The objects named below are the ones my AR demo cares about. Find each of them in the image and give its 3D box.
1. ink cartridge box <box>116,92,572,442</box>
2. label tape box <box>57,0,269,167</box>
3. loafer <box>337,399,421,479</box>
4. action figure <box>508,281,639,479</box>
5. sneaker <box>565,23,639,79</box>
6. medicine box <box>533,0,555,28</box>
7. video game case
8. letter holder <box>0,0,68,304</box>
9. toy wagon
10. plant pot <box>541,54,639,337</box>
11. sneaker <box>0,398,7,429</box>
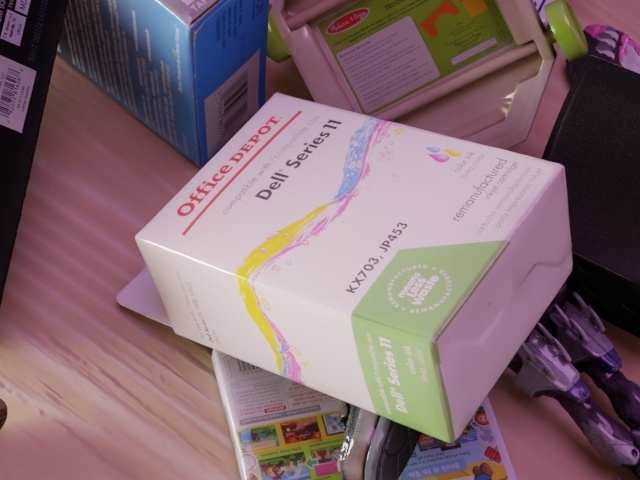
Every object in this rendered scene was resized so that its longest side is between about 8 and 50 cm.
[{"bbox_3d":[0.000,0.000,1.038,0.354,0.119,0.207,17,51,32],"label":"ink cartridge box"},{"bbox_3d":[-0.203,-0.247,1.158,0.334,0.240,0.106,38,68,13],"label":"label tape box"},{"bbox_3d":[0.059,0.095,1.073,0.084,0.096,0.267,11,49,20],"label":"loafer"},{"bbox_3d":[0.269,0.167,1.080,0.185,0.099,0.285,-35,73,-31],"label":"action figure"},{"bbox_3d":[0.329,-0.152,1.303,0.072,0.077,0.178,-51,55,9],"label":"sneaker"},{"bbox_3d":[0.141,-0.323,1.319,0.264,0.149,0.289,26,58,6],"label":"medicine box"},{"bbox_3d":[0.040,0.166,1.083,0.227,0.026,0.206,-9,61,-15],"label":"video game case"},{"bbox_3d":[-0.357,-0.076,1.089,0.152,0.214,0.301,21,66,-33],"label":"letter holder"},{"bbox_3d":[0.071,-0.227,1.166,0.267,0.068,0.344,-24,98,19],"label":"toy wagon"},{"bbox_3d":[0.283,-0.022,1.132,0.188,0.187,0.167,30,75,31],"label":"plant pot"},{"bbox_3d":[-0.340,0.162,0.997,0.188,0.066,0.071,-32,68,-25],"label":"sneaker"}]
